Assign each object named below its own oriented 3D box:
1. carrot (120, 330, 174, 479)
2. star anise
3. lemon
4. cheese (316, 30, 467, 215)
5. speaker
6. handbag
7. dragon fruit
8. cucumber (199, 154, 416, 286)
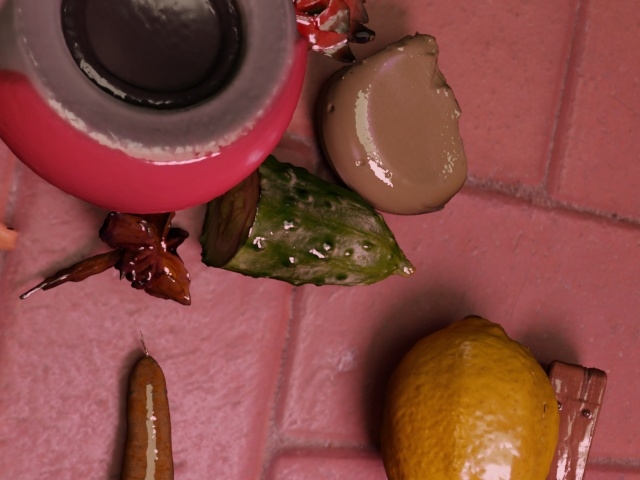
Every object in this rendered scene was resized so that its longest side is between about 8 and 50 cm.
[{"bbox_3d":[-0.184,0.243,0.905,0.078,0.078,0.298,4,89,-25],"label":"carrot"},{"bbox_3d":[-0.209,0.009,0.884,0.140,0.144,0.158,-43,128,-64],"label":"star anise"},{"bbox_3d":[0.167,0.211,0.986,0.204,0.204,0.260,17,69,-25],"label":"lemon"},{"bbox_3d":[0.087,-0.117,0.983,0.175,0.091,0.203,-32,108,-19],"label":"cheese"},{"bbox_3d":[-0.158,-0.179,0.768,0.294,0.294,0.295,-2,96,-25],"label":"speaker"},{"bbox_3d":[0.301,0.249,1.089,0.072,0.151,0.194,11,86,14],"label":"handbag"},{"bbox_3d":[-0.013,-0.258,0.911,0.142,0.121,0.130,34,86,-48],"label":"dragon fruit"},{"bbox_3d":[0.000,-0.003,0.937,0.244,0.134,0.134,19,86,-28],"label":"cucumber"}]
